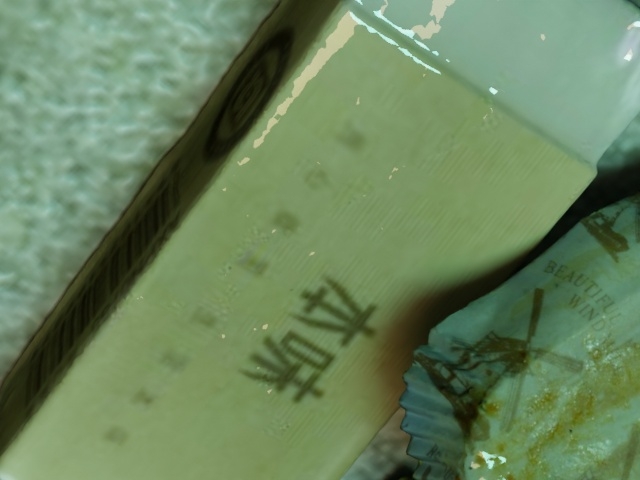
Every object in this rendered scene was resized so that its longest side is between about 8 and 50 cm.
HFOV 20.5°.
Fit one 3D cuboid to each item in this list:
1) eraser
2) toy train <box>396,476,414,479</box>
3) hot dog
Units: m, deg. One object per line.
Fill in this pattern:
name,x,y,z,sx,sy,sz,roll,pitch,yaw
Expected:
eraser,0.000,0.000,0.787,0.144,0.078,0.343,30,111,-20
toy train,0.153,0.236,0.892,0.369,0.150,0.237,41,99,-22
hot dog,0.148,0.061,0.771,0.270,0.082,0.162,-32,95,-24
